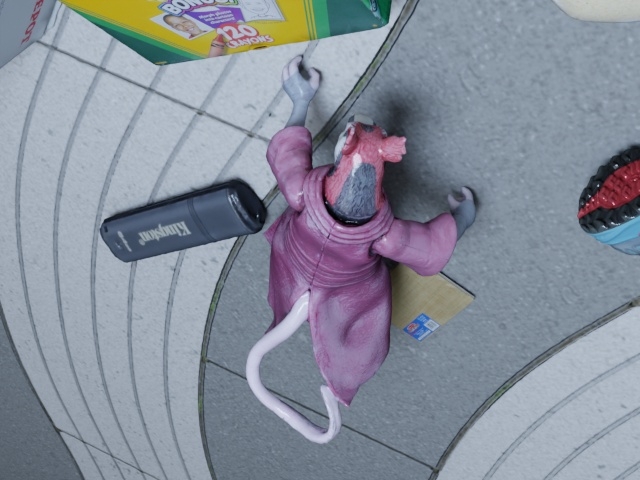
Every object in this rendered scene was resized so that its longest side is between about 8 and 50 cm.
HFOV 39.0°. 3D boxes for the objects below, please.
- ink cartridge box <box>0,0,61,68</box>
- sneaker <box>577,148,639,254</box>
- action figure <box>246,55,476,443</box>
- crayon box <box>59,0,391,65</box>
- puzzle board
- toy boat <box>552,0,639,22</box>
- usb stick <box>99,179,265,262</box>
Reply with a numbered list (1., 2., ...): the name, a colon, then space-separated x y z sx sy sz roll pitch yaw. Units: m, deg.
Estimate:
1. ink cartridge box: -0.406 -0.228 0.841 0.160 0.385 0.279 40 139 -5
2. sneaker: 0.364 -0.050 0.788 0.125 0.104 0.261 31 148 -28
3. action figure: 0.000 0.000 0.928 0.248 0.276 0.370 31 154 10
4. crayon box: -0.093 -0.244 0.809 0.278 0.081 0.165 -1 162 33
5. puzzle board: 0.117 0.071 1.110 0.096 0.011 0.128 34 141 -5
6. toy boat: 0.279 -0.225 0.571 0.318 0.148 0.267 25 152 -5
7. usb stick: -0.185 -0.021 1.176 0.278 0.045 0.077 -12 125 40
